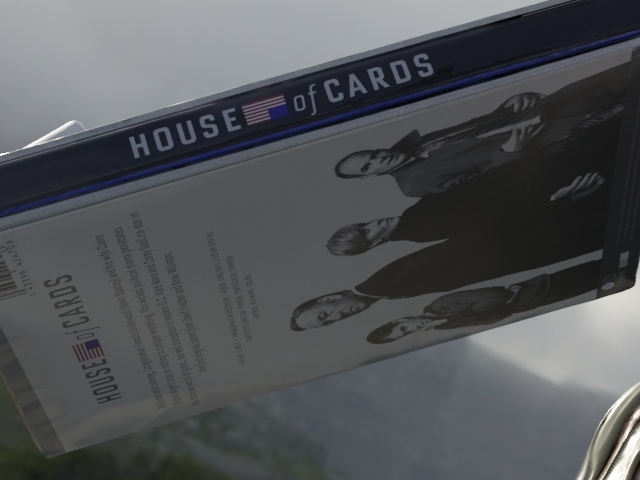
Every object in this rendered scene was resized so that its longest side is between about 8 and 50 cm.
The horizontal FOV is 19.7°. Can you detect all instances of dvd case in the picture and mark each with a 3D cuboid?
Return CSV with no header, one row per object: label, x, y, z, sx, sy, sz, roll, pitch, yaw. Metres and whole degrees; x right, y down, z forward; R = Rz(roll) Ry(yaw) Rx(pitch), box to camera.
dvd case,0.000,0.000,0.635,0.239,0.029,0.179,-15,-28,-4

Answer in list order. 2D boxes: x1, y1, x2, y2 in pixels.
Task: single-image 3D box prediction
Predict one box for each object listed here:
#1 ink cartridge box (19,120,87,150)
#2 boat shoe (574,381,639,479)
ink cartridge box,-0.357,0.064,1.347,0.091,0.385,0.308,58,22,-7
boat shoe,0.219,0.185,1.162,0.120,0.324,0.122,-9,-62,53
